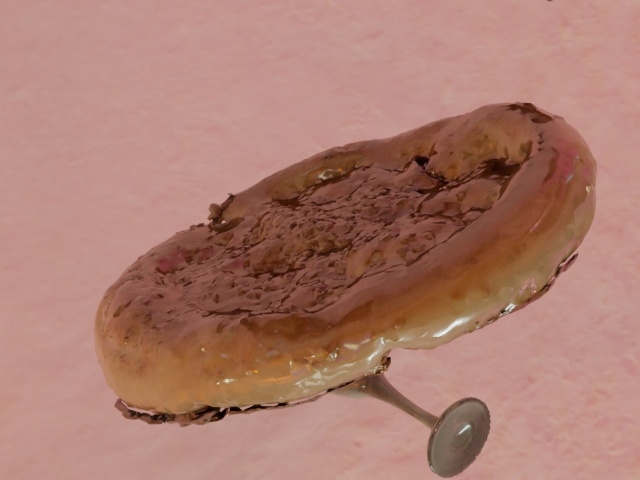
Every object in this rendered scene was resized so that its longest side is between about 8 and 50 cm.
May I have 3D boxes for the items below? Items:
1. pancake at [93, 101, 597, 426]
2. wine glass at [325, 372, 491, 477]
[{"bbox_3d":[0.001,0.001,0.594,0.382,0.382,0.071,-32,112,-19],"label":"pancake"},{"bbox_3d":[0.016,0.246,0.983,0.264,0.310,0.096,-54,130,-11],"label":"wine glass"}]
